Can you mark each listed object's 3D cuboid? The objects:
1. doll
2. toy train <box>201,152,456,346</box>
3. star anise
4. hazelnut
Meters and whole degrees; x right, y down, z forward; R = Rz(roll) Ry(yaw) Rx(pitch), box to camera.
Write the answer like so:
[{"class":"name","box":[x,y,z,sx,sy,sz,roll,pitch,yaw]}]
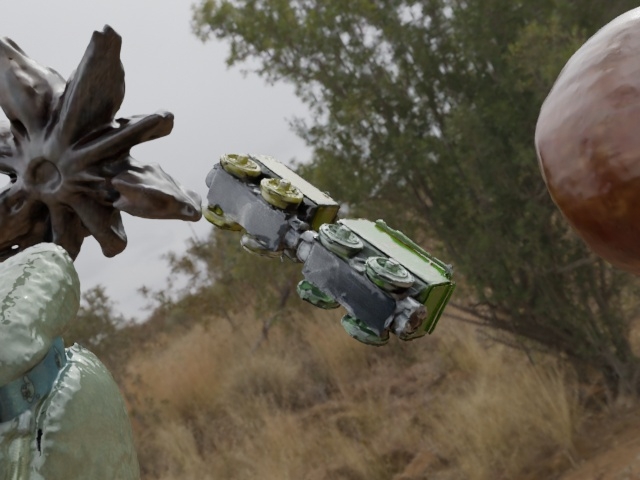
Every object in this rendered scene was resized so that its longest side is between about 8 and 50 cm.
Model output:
[{"class":"doll","box":[-0.111,0.107,0.322,0.071,0.214,0.103,-2,-1,-8]},{"class":"toy train","box":[0.000,0.000,0.543,0.081,0.202,0.060,-3,-57,-52]},{"class":"star anise","box":[-0.294,-0.093,0.855,0.139,0.359,0.316,-80,13,-77]},{"class":"hazelnut","box":[0.189,-0.057,0.412,0.143,0.154,0.143,10,-25,5]}]
